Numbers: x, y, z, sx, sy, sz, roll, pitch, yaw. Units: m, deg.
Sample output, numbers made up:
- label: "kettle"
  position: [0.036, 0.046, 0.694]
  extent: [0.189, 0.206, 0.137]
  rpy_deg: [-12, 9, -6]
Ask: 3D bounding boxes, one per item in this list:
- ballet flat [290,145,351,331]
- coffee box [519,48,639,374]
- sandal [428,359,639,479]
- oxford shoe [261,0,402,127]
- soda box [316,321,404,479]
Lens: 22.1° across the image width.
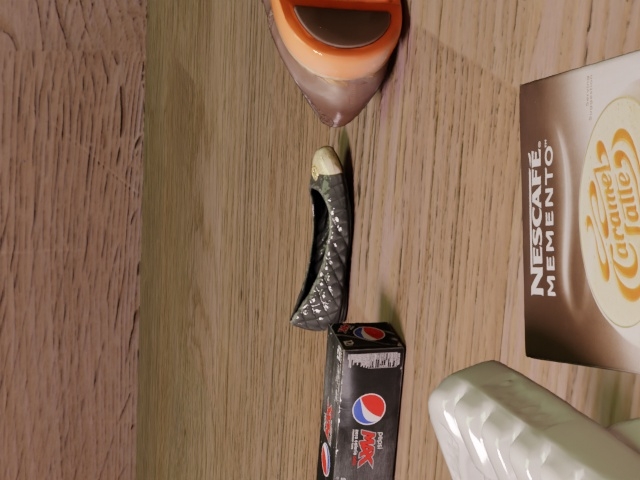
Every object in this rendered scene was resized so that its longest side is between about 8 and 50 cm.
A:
- label: "ballet flat"
  position: [0.000, 0.000, 1.496]
  extent: [0.057, 0.049, 0.173]
  rpy_deg: [-146, 56, -72]
- label: "coffee box"
  position: [0.173, -0.010, 0.693]
  extent: [0.246, 0.098, 0.141]
  rpy_deg: [174, 95, -76]
- label: "sandal"
  position: [0.176, 0.139, 0.656]
  extent: [0.416, 0.102, 0.169]
  rpy_deg: [38, 155, 55]
- label: "oxford shoe"
  position: [-0.021, -0.264, 1.415]
  extent: [0.132, 0.130, 0.363]
  rpy_deg: [100, 164, -58]
- label: "soda box"
  position: [0.032, 0.155, 1.372]
  extent: [0.060, 0.053, 0.168]
  rpy_deg: [-122, 35, -66]
